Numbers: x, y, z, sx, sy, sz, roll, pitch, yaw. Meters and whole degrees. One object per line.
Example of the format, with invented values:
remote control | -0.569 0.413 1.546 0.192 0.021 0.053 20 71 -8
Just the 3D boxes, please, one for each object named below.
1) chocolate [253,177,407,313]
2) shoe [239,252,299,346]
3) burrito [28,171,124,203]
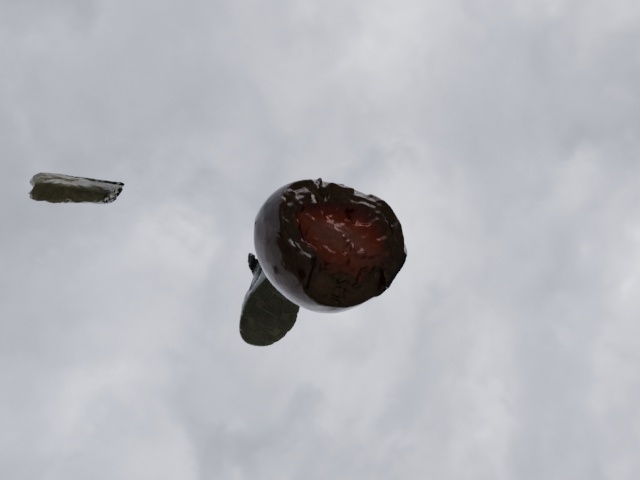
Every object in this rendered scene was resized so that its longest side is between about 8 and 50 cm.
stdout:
chocolate | 0.000 0.000 0.695 0.127 0.124 0.133 -37 -67 25
shoe | -0.083 0.061 1.262 0.099 0.125 0.227 28 -89 -33
burrito | -0.370 -0.077 1.150 0.149 0.055 0.041 3 -54 -33
